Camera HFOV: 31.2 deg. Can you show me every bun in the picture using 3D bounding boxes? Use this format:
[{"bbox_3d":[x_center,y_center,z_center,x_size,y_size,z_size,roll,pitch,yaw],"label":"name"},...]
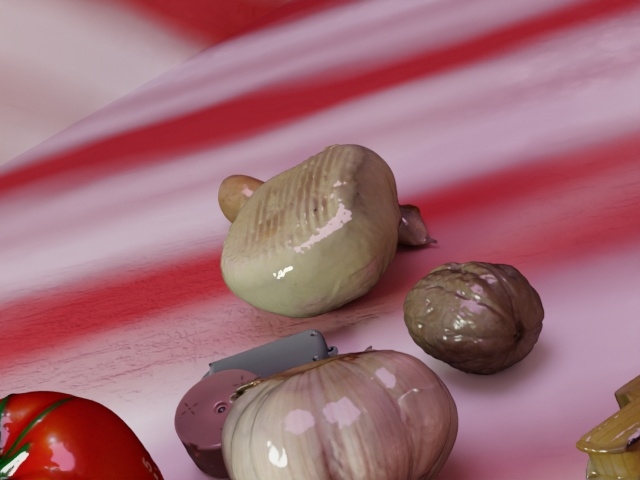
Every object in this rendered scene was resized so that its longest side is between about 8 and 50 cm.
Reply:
[{"bbox_3d":[0.000,0.000,1.990,0.361,0.213,0.361,-31,27,18],"label":"bun"}]

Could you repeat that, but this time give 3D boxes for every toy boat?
[{"bbox_3d":[0.441,0.194,1.393,0.321,0.089,0.121,-30,15,-18],"label":"toy boat"}]

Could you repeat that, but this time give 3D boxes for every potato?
[{"bbox_3d":[-0.154,-0.084,2.401,0.147,0.112,0.112,13,41,40],"label":"potato"}]

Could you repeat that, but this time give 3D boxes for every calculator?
[{"bbox_3d":[-0.088,0.213,1.820,0.246,0.045,0.141,-20,25,5],"label":"calculator"}]

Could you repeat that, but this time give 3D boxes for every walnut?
[{"bbox_3d":[0.215,0.108,1.660,0.178,0.178,0.230,-36,24,-28],"label":"walnut"}]

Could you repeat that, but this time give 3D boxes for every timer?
[{"bbox_3d":[-0.375,0.378,1.450,0.378,0.279,0.378,-18,28,10],"label":"timer"}]

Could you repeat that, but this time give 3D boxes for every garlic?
[{"bbox_3d":[0.152,-0.031,2.089,0.084,0.066,0.152,-19,23,1],"label":"garlic"},{"bbox_3d":[0.028,0.246,1.439,0.322,0.241,0.322,-31,16,10],"label":"garlic"}]

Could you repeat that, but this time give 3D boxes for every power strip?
[{"bbox_3d":[-0.131,0.265,1.682,0.154,0.078,0.154,-14,39,12],"label":"power strip"}]
